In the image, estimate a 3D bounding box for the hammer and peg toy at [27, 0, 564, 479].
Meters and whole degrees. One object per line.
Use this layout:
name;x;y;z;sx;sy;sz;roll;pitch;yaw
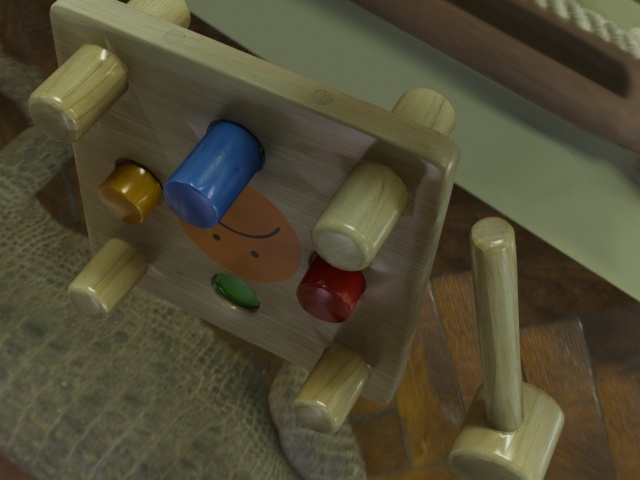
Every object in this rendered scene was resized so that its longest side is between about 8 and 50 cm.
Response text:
hammer and peg toy;0.000;0.000;0.619;0.361;0.127;0.266;24;143;15
